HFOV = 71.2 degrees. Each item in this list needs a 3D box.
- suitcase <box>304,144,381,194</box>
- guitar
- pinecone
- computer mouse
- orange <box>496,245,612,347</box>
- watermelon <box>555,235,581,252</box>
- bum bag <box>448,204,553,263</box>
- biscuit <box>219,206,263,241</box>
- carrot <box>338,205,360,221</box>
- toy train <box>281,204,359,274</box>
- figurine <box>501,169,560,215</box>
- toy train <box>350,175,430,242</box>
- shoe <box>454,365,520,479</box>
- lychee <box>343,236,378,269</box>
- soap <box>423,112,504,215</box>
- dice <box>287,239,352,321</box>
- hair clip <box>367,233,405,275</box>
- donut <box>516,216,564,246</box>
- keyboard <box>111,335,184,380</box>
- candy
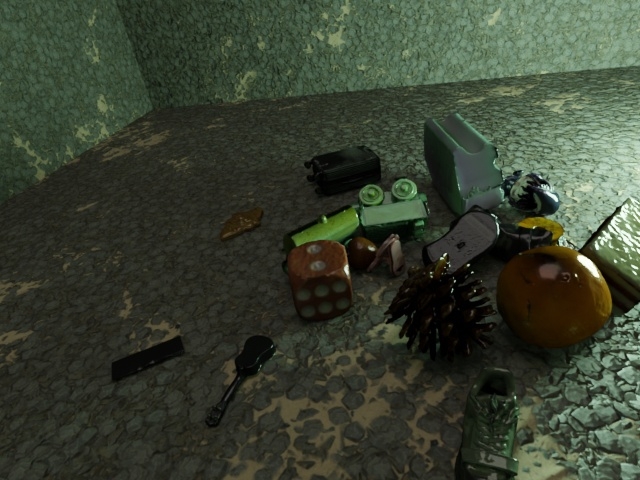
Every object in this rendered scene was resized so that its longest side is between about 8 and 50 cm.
[{"bbox_3d":[0.101,-0.312,1.965,0.312,0.128,0.202,-15,33,-9],"label":"suitcase"},{"bbox_3d":[-0.206,0.344,1.125,0.084,0.038,0.271,6,36,26],"label":"guitar"},{"bbox_3d":[0.294,0.171,1.074,0.264,0.264,0.264,-7,33,5],"label":"pinecone"},{"bbox_3d":[0.428,0.028,1.369,0.264,0.088,0.147,-36,56,-1],"label":"computer mouse"},{"bbox_3d":[0.540,0.131,1.059,0.246,0.246,0.246,-7,33,5],"label":"orange"},{"bbox_3d":[0.720,0.079,1.262,0.139,0.071,0.187,14,49,5],"label":"watermelon"},{"bbox_3d":[0.555,-0.011,1.394,0.340,0.095,0.144,31,90,47],"label":"bum bag"},{"bbox_3d":[-0.319,-0.072,1.807,0.162,0.035,0.250,7,38,32],"label":"biscuit"},{"bbox_3d":[0.183,-0.108,1.691,0.229,0.069,0.069,-6,33,5],"label":"carrot"},{"bbox_3d":[-0.005,-0.005,1.466,0.307,0.189,0.126,-27,34,-27],"label":"toy train"},{"bbox_3d":[0.735,-0.156,1.574,0.145,0.145,0.222,-15,22,-8],"label":"figurine"},{"bbox_3d":[0.242,-0.100,1.553,0.272,0.159,0.188,-9,62,2],"label":"toy train"},{"bbox_3d":[0.318,0.365,0.850,0.109,0.149,0.293,5,34,20],"label":"shoe"},{"bbox_3d":[0.120,0.048,1.434,0.140,0.114,0.101,-15,22,-35],"label":"lychee"},{"bbox_3d":[0.523,-0.279,1.676,0.156,0.261,0.446,-10,34,-1],"label":"soap"},{"bbox_3d":[-0.001,0.114,1.299,0.175,0.174,0.179,-7,32,2],"label":"dice"},{"bbox_3d":[0.202,0.039,1.395,0.102,0.138,0.123,16,48,43],"label":"hair clip"},{"bbox_3d":[0.691,-0.017,1.416,0.152,0.058,0.152,-7,32,4],"label":"donut"},{"bbox_3d":[-0.482,0.328,1.250,0.197,0.015,0.074,-20,30,-16],"label":"keyboard"},{"bbox_3d":[0.805,0.038,1.188,0.321,0.135,0.179,-34,64,-31],"label":"candy"}]
